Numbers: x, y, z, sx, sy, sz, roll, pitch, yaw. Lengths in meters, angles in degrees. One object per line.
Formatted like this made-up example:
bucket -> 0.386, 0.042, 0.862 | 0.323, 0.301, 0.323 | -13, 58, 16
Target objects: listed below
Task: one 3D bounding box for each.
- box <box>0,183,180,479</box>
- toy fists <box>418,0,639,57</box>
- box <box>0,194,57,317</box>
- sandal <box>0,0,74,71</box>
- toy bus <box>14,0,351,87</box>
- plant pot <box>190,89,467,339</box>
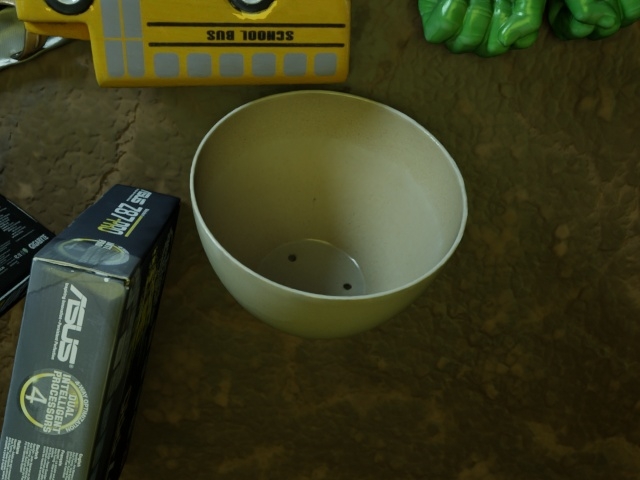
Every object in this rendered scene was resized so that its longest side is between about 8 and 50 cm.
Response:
box -> -0.256, 0.160, 0.802 | 0.097, 0.318, 0.395 | 15, 104, -4
toy fists -> 0.246, -0.280, 0.799 | 0.279, 0.096, 0.142 | -10, 109, -4
box -> -0.430, -0.008, 0.751 | 0.257, 0.322, 0.079 | 37, 100, -11
sandal -> -0.343, -0.249, 0.821 | 0.219, 0.060, 0.090 | -24, 104, 5
toy bus -> -0.139, -0.238, 0.777 | 0.332, 0.108, 0.130 | -3, 121, -7
plant pot -> 0.000, 0.000, 0.811 | 0.283, 0.284, 0.191 | 7, 140, -3
